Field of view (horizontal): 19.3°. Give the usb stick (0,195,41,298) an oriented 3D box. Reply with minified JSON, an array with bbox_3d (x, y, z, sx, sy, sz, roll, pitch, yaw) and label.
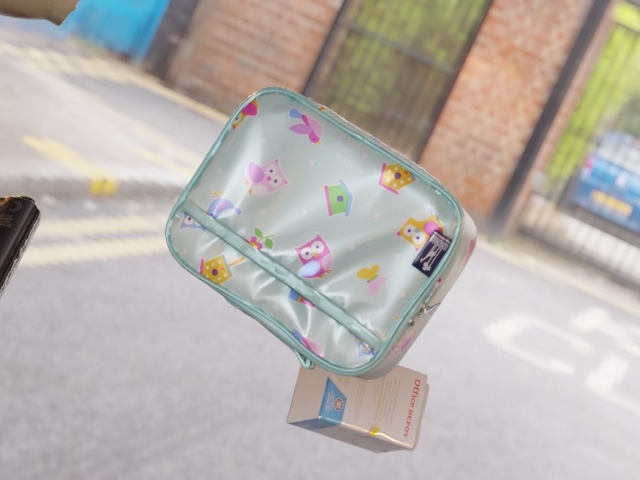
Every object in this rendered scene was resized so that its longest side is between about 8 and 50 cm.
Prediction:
[{"bbox_3d":[-0.363,0.049,1.951,0.077,0.045,0.278,-3,38,17],"label":"usb stick"}]

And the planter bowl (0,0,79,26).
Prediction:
[{"bbox_3d":[-0.240,-0.254,1.632,0.109,0.162,0.162,38,4,-10],"label":"planter bowl"}]

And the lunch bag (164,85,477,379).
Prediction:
[{"bbox_3d":[0.000,0.000,1.850,0.279,0.224,0.108,34,-2,15],"label":"lunch bag"}]

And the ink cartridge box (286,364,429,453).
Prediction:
[{"bbox_3d":[0.050,0.188,2.181,0.143,0.092,0.090,22,-19,-22],"label":"ink cartridge box"}]
